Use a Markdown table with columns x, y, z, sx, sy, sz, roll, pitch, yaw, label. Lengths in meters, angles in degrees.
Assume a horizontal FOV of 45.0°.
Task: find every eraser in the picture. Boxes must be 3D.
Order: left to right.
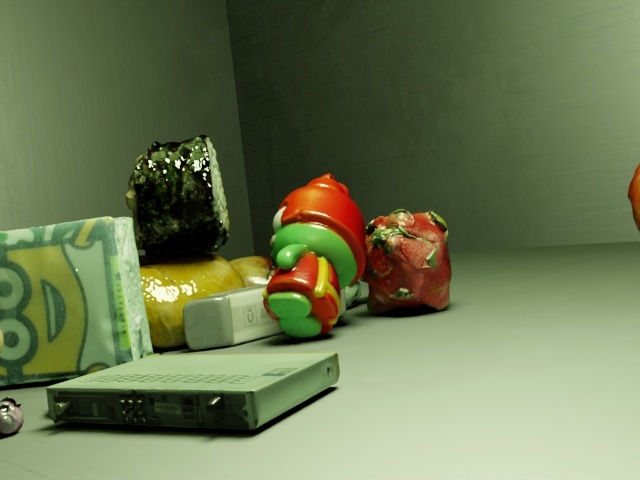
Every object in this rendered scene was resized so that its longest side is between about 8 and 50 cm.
| x | y | z | sx | sy | sz | roll | pitch | yaw | label |
| --- | --- | --- | --- | --- | --- | --- | --- | --- | --- |
| -0.087 | 0.119 | 1.354 | 0.061 | 0.089 | 0.352 | -1 | 5 | 41 | eraser |

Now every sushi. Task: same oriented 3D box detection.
| x | y | z | sx | sy | sz | roll | pitch | yaw | label |
| --- | --- | --- | --- | --- | --- | --- | --- | --- | --- |
| -0.262 | -0.074 | 1.431 | 0.171 | 0.210 | 0.350 | -8 | 0 | -6 | sushi |

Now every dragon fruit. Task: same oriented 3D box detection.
| x | y | z | sx | sy | sz | roll | pitch | yaw | label |
| --- | --- | --- | --- | --- | --- | --- | --- | --- | --- |
| 0.138 | 0.039 | 1.446 | 0.200 | 0.198 | 0.269 | 40 | -17 | -22 | dragon fruit |

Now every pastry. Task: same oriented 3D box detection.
| x | y | z | sx | sy | sz | roll | pitch | yaw | label |
| --- | --- | --- | --- | --- | --- | --- | --- | --- | --- |
| -0.307 | 0.106 | 1.409 | 0.356 | 0.163 | 0.356 | -2 | 1 | 0 | pastry |

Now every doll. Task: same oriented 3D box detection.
| x | y | z | sx | sy | sz | roll | pitch | yaw | label |
| --- | --- | --- | --- | --- | --- | --- | --- | --- | --- |
| -0.001 | 0.000 | 1.333 | 0.160 | 0.182 | 0.363 | -16 | 37 | 20 | doll |

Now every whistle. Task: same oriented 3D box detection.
| x | y | z | sx | sy | sz | roll | pitch | yaw | label |
| --- | --- | --- | --- | --- | --- | --- | --- | --- | --- |
| 0.051 | 0.102 | 1.651 | 0.114 | 0.077 | 0.236 | -46 | -3 | 3 | whistle |

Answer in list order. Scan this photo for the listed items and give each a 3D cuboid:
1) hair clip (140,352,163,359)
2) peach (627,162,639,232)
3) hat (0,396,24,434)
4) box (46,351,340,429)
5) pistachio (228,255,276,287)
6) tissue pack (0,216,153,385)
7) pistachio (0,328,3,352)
| x | y | z | sx | sy | sz | roll | pitch | yaw | label |
| --- | --- | --- | --- | --- | --- | --- | --- | --- | --- |
| -0.263 | 0.178 | 0.964 | 0.060 | 0.033 | 0.188 | -8 | 3 | 33 | hair clip |
| 0.709 | -0.070 | 1.297 | 0.373 | 0.289 | 0.372 | 1 | -2 | 0 | peach |
| -0.415 | 0.179 | 0.773 | 0.227 | 0.128 | 0.140 | 15 | -30 | -40 | hat |
| -0.138 | 0.162 | 0.849 | 0.270 | 0.045 | 0.211 | -5 | 2 | 26 | box |
| -0.155 | 0.101 | 1.625 | 0.210 | 0.130 | 0.165 | -23 | 40 | 14 | pistachio |
| -0.420 | 0.094 | 1.134 | 0.311 | 0.227 | 0.128 | -7 | 2 | 3 | tissue pack |
| -0.449 | 0.140 | 0.878 | 0.223 | 0.152 | 0.126 | -23 | -6 | 33 | pistachio |
